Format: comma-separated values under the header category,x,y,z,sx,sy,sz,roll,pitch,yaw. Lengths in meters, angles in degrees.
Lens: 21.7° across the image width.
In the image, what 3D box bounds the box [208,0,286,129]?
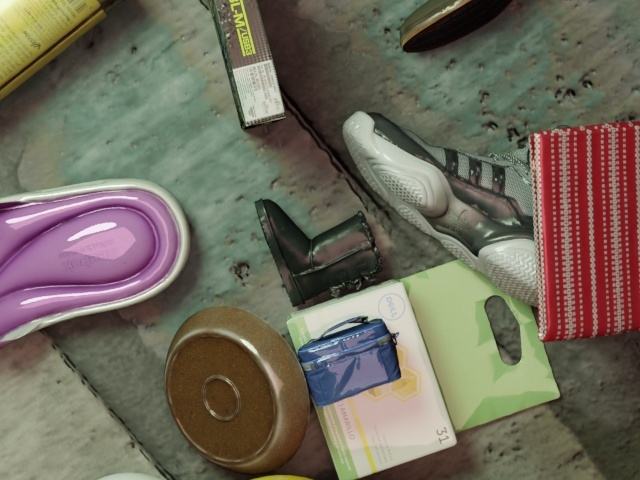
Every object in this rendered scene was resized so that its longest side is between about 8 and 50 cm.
category,x,y,z,sx,sy,sz,roll,pitch,yaw
box,-0.075,-0.197,1.535,0.045,0.184,0.191,-14,93,-1

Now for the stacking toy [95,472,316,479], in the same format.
category,x,y,z,sx,sy,sz,roll,pitch,yaw
stacking toy,-0.015,0.322,1.548,0.480,0.350,0.351,21,92,13

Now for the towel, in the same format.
category,x,y,z,sx,sy,sz,roll,pitch,yaw
towel,0.308,-0.016,1.585,0.275,0.031,0.199,-6,95,-32

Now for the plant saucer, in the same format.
category,x,y,z,sx,sy,sz,roll,pitch,yaw
plant saucer,-0.087,0.146,1.581,0.168,0.029,0.168,9,108,31

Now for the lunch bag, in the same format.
category,x,y,z,sx,sy,sz,roll,pitch,yaw
lunch bag,0.029,0.108,1.563,0.098,0.067,0.065,-21,94,0

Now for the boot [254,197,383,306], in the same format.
category,x,y,z,sx,sy,sz,roll,pitch,yaw
boot,0.000,0.000,1.620,0.099,0.045,0.121,-22,101,0

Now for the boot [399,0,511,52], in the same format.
category,x,y,z,sx,sy,sz,roll,pitch,yaw
boot,0.150,-0.275,1.613,0.219,0.082,0.106,-34,73,3

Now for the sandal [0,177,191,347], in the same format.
category,x,y,z,sx,sy,sz,roll,pitch,yaw
sandal,-0.327,0.039,1.571,0.416,0.102,0.169,-23,94,-2

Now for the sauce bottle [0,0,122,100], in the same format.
category,x,y,z,sx,sy,sz,roll,pitch,yaw
sauce bottle,-0.339,-0.168,1.555,0.344,0.111,0.111,-38,95,-3

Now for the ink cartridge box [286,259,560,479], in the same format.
category,x,y,z,sx,sy,sz,roll,pitch,yaw
ink cartridge box,0.103,0.117,1.629,0.235,0.056,0.171,-19,93,-1

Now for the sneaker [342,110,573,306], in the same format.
category,x,y,z,sx,sy,sz,roll,pitch,yaw
sneaker,0.159,-0.066,1.606,0.268,0.101,0.153,39,77,4
